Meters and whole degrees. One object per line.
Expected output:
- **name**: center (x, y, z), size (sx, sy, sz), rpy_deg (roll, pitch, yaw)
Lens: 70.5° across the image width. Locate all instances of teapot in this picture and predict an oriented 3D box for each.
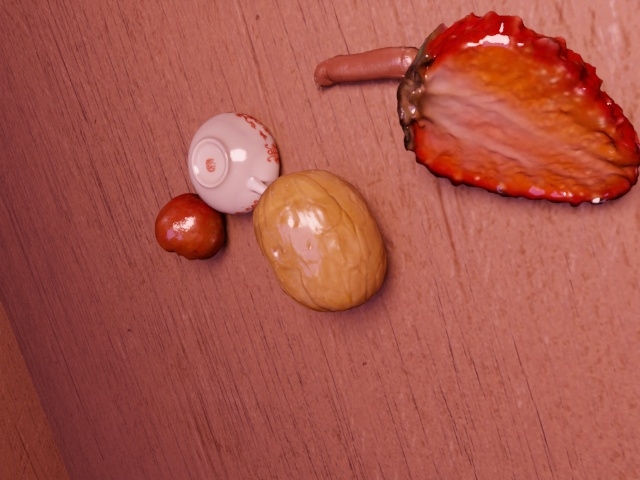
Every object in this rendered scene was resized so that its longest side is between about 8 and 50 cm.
- **teapot**: center (-0.131, -0.114, 0.715), size (0.245, 0.116, 0.159), rpy_deg (38, 102, 16)

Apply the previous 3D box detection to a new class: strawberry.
- **strawberry**: center (0.198, -0.131, 0.448), size (0.236, 0.111, 0.190), rpy_deg (26, 152, 4)

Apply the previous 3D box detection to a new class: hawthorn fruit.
- **hawthorn fruit**: center (-0.231, -0.031, 0.801), size (0.125, 0.125, 0.140), rpy_deg (13, 117, 35)

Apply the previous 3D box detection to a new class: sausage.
- **sausage**: center (0.054, -0.217, 0.571), size (0.158, 0.036, 0.042), rpy_deg (6, 97, 37)

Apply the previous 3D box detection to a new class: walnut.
- **walnut**: center (0.000, 0.000, 0.608), size (0.165, 0.165, 0.197), rpy_deg (-26, 89, 40)
